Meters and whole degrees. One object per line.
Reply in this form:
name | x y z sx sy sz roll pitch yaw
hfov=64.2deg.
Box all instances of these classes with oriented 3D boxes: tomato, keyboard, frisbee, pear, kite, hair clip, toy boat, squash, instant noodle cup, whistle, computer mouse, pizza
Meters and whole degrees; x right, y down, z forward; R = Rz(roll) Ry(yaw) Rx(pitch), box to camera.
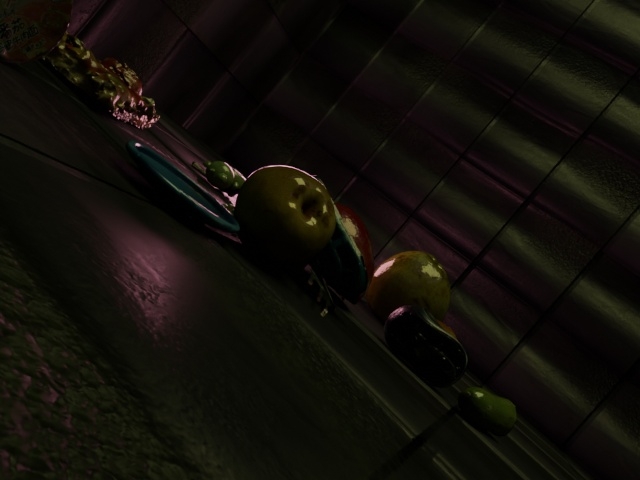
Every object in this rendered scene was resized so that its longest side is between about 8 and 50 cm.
tomato | 0.050 0.018 1.416 0.289 0.176 0.335 54 -11 -11
keyboard | -0.377 -0.217 1.710 0.129 0.015 0.049 39 8 -26
frisbee | -0.246 -0.084 0.900 0.242 0.045 0.242 39 2 -2
pear | 0.313 0.179 1.782 0.304 0.304 0.304 40 2 -2
kite | 0.002 0.105 1.111 0.141 0.015 0.245 63 6 -2
hair clip | -0.190 -0.050 1.135 0.049 0.049 0.173 41 1 20
toy boat | 0.000 0.000 1.160 0.298 0.092 0.134 63 -29 22
squash | 0.388 0.404 1.229 0.188 0.095 0.095 32 6 -36
instant noodle cup | -0.558 -0.425 0.868 0.153 0.204 0.205 30 1 11
whistle | -0.298 -0.194 1.651 0.105 0.085 0.227 41 4 23
computer mouse | 0.260 0.257 1.279 0.233 0.137 0.096 42 0 25
pizza | -0.547 -0.409 1.312 0.440 0.130 0.406 37 1 -43
pear | -0.081 -0.050 1.041 0.209 0.208 0.209 40 2 -2

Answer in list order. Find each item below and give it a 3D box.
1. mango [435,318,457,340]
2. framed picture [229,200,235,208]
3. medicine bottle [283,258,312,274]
mango | 0.306 0.287 1.516 0.166 0.136 0.236 36 -2 -14
framed picture | -0.207 -0.061 1.467 0.109 0.011 0.149 38 2 -27
medicine bottle | -0.106 -0.002 1.238 0.183 0.069 0.119 43 0 37
